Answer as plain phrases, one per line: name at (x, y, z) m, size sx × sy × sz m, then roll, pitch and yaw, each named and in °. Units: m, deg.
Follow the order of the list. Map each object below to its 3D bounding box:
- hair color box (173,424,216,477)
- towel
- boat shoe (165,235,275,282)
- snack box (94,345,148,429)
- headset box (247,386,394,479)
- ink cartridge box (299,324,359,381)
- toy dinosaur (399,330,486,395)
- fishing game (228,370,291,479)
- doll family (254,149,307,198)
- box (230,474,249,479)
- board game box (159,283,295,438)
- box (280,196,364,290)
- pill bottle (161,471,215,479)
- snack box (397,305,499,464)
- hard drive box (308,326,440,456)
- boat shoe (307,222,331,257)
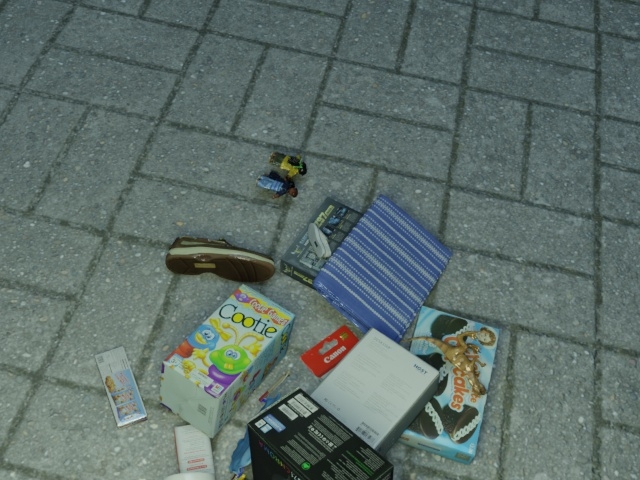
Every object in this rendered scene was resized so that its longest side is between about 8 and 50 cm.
hair color box at (-0.251, 0.442, 1.636) m, size 0.071 × 0.043 × 0.141 m, roll -7°, pitch 53°, yaw -12°
towel at (0.151, 0.071, 1.924) m, size 0.243 × 0.040 × 0.336 m, roll 41°, pitch 55°, yaw -3°
boat shoe at (-0.231, 0.030, 1.921) m, size 0.257 × 0.095 × 0.095 m, roll 8°, pitch 47°, yaw 0°
snack box at (-0.423, 0.310, 1.728) m, size 0.064 × 0.022 × 0.178 m, roll -17°, pitch 57°, yaw -19°
headset box at (-0.002, 0.455, 1.465) m, size 0.131 × 0.283 × 0.246 m, roll -29°, pitch 46°, yaw -32°
ink cartridge box at (0.065, 0.274, 1.802) m, size 0.145 × 0.045 × 0.179 m, roll -32°, pitch 65°, yaw -27°
toy dinosaur at (0.290, 0.242, 1.762) m, size 0.112 × 0.064 × 0.211 m, roll -37°, pitch 65°, yaw -28°
fishing game at (-0.121, 0.384, 1.613) m, size 0.041 × 0.189 × 0.264 m, roll 33°, pitch 41°, yaw -8°
doll family at (-0.092, -0.168, 2.102) m, size 0.111 × 0.076 × 0.193 m, roll 22°, pitch 59°, yaw 4°
box at (-0.138, 0.531, 1.593) m, size 0.137 × 0.027 × 0.094 m, roll 32°, pitch 57°, yaw 16°
board game box at (-0.193, 0.245, 1.702) m, size 0.142 × 0.144 × 0.275 m, roll 29°, pitch 44°, yaw 16°
box at (0.037, 0.021, 1.978) m, size 0.183 × 0.059 × 0.233 m, roll 27°, pitch 55°, yaw 13°
pill bottle at (-0.236, 0.548, 1.484) m, size 0.131 × 0.131 × 0.229 m, roll -3°, pitch 63°, yaw -9°
snack box at (0.272, 0.310, 1.787) m, size 0.187 × 0.060 × 0.322 m, roll 17°, pitch 53°, yaw 5°
hard drive box at (0.106, 0.321, 1.677) m, size 0.181 × 0.089 × 0.232 m, roll 33°, pitch 60°, yaw 26°
boat shoe at (0.000, 0.000, 1.936) m, size 0.035 × 0.035 × 0.100 m, roll 5°, pitch 44°, yaw -35°
